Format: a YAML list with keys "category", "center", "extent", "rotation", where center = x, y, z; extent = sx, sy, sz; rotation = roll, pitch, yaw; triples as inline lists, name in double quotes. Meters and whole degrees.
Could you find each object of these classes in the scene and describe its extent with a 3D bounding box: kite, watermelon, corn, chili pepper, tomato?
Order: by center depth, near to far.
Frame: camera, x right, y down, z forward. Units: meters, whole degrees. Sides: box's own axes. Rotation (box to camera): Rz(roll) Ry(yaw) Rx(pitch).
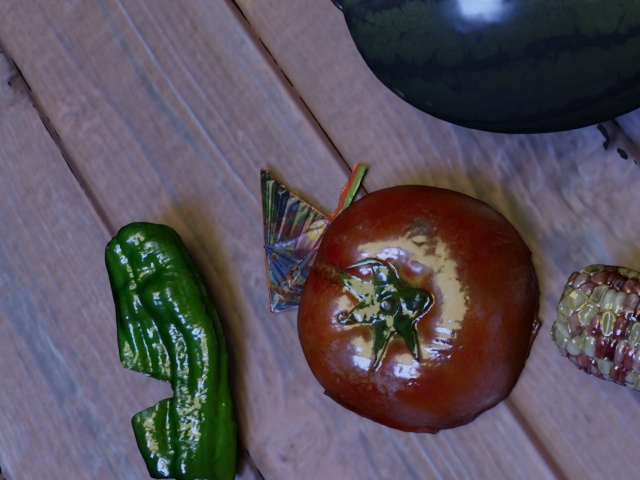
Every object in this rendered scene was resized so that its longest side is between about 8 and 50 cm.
- category: "corn"
  center: [0.321, 0.095, 1.308]
  extent: [0.289, 0.098, 0.098]
  rotation: [18, 85, 26]
- category: "watermelon"
  center: [0.166, -0.225, 1.362]
  extent: [0.359, 0.279, 0.279]
  rotation: [-10, 73, 25]
- category: "tomato"
  center: [0.075, 0.057, 1.438]
  extent: [0.225, 0.085, 0.225]
  rotation: [-3, 80, 19]
- category: "chili pepper"
  center: [-0.132, 0.102, 1.528]
  extent: [0.099, 0.083, 0.253]
  rotation: [-19, 74, 21]
- category: "kite"
  center: [0.000, 0.000, 1.529]
  extent: [0.190, 0.010, 0.159]
  rotation: [37, 95, 24]
